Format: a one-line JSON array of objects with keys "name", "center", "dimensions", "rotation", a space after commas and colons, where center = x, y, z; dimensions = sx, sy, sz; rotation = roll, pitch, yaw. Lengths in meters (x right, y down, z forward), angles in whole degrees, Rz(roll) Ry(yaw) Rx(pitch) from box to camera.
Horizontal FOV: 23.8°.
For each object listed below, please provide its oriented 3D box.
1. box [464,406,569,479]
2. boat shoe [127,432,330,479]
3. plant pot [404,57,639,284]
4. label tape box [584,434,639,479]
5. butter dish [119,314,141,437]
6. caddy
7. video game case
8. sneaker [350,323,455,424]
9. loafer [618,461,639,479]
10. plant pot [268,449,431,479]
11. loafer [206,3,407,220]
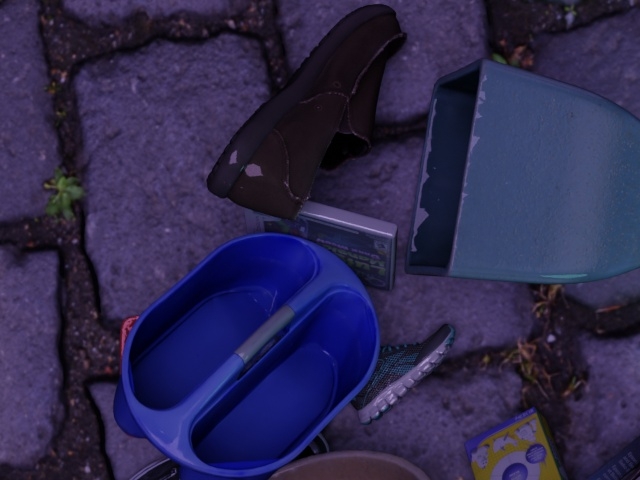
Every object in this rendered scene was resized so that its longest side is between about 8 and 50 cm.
[{"name": "box", "center": [0.244, 0.297, 1.817], "dimensions": [0.105, 0.043, 0.179], "rotation": [-30, 45, 14]}, {"name": "boat shoe", "center": [-0.134, 0.309, 1.894], "dimensions": [0.301, 0.102, 0.108], "rotation": [-18, 85, 6]}, {"name": "plant pot", "center": [0.262, -0.059, 1.798], "dimensions": [0.252, 0.248, 0.247], "rotation": [10, 88, -8]}, {"name": "label tape box", "center": [0.436, 0.342, 1.755], "dimensions": [0.348, 0.115, 0.249], "rotation": [-39, 47, 3]}, {"name": "butter dish", "center": [-0.184, 0.172, 1.899], "dimensions": [0.160, 0.118, 0.160], "rotation": [-1, 87, 7]}, {"name": "caddy", "center": [-0.085, 0.142, 1.778], "dimensions": [0.241, 0.179, 0.341], "rotation": [42, 57, 8]}, {"name": "video game case", "center": [0.000, 0.000, 1.859], "dimensions": [0.190, 0.173, 0.022], "rotation": [15, 67, 8]}, {"name": "sneaker", "center": [0.094, 0.153, 1.894], "dimensions": [0.166, 0.065, 0.076], "rotation": [-41, 79, 2]}, {"name": "loafer", "center": [0.337, 0.314, 1.687], "dimensions": [0.302, 0.095, 0.109], "rotation": [-47, 61, -3]}, {"name": "plant pot", "center": [0.024, 0.465, 1.749], "dimensions": [0.334, 0.334, 0.305], "rotation": [-18, 115, 6]}, {"name": "loafer", "center": [0.007, -0.144, 1.823], "dimensions": [0.130, 0.134, 0.366], "rotation": [39, 56, 0]}]
